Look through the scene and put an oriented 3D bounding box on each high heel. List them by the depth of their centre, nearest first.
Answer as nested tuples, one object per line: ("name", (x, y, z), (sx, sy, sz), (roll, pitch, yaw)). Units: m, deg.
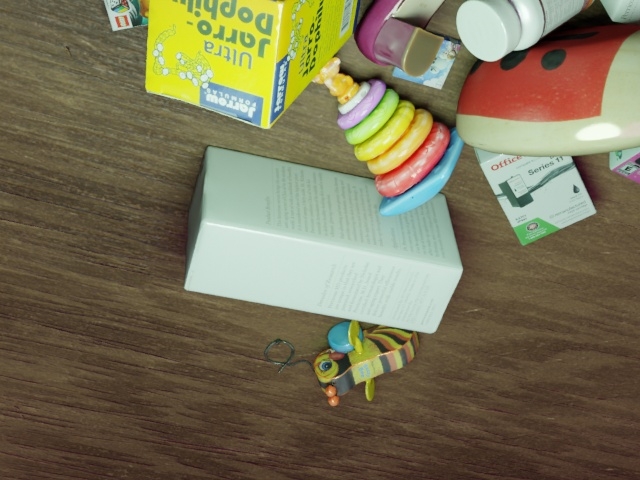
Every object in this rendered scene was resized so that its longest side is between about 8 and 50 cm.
("high heel", (0.173, -0.448, 1.817), (0.127, 0.181, 0.377), (25, 100, -39))

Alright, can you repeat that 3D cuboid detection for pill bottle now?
("pill bottle", (0.319, -0.368, 1.786), (0.221, 0.121, 0.121), (-35, 133, -28))

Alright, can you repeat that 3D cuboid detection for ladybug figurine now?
("ladybug figurine", (0.396, -0.241, 1.823), (0.449, 0.305, 0.162), (2, 113, 43))

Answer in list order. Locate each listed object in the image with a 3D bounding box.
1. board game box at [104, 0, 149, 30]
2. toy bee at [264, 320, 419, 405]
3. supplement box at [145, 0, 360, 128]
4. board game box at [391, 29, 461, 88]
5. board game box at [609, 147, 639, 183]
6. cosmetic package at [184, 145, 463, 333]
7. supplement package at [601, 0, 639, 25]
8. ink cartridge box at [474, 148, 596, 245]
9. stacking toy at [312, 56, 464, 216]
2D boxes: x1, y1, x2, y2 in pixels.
("board game box", (-0.262, -0.480, 1.762), (0.193, 0.053, 0.305), (-10, 127, 3))
("toy bee", (0.056, 0.254, 2.273), (0.298, 0.162, 0.195), (-31, 125, 17))
("supplement box", (-0.082, -0.343, 1.662), (0.194, 0.356, 0.195), (18, 128, 13))
("board game box", (0.178, -0.307, 1.948), (0.090, 0.020, 0.090), (13, 126, -14))
("board game box", (0.674, -0.180, 1.961), (0.224, 0.098, 0.303), (21, 148, -20))
("cosmetic package", (0.000, 0.000, 2.035), (0.453, 0.230, 0.161), (12, 126, -12))
("supplement package", (0.579, -0.411, 1.831), (0.244, 0.134, 0.139), (8, 126, -10))
("ink cartridge box", (0.381, -0.115, 2.067), (0.153, 0.087, 0.208), (-25, 124, 13))
("stacking toy", (0.089, -0.205, 1.954), (0.302, 0.166, 0.175), (43, 131, -17))
